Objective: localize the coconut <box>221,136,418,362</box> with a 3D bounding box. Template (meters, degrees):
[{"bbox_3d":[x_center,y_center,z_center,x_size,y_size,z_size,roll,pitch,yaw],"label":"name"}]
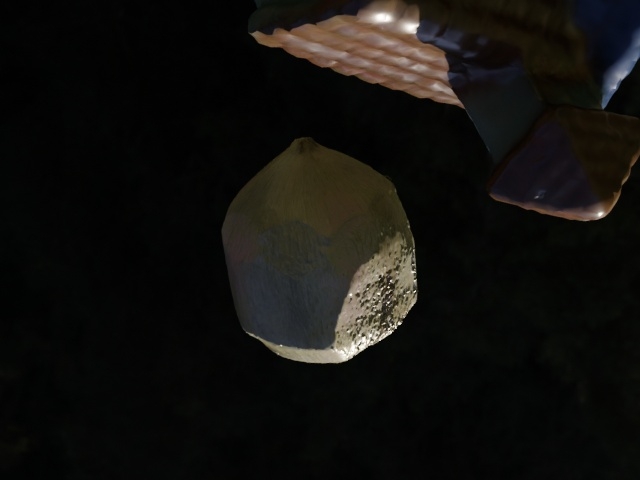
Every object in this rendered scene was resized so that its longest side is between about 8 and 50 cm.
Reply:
[{"bbox_3d":[0.000,0.000,0.804,0.110,0.124,0.110,-3,-153,2],"label":"coconut"}]

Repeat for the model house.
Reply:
[{"bbox_3d":[0.043,-0.081,0.363,0.148,0.149,0.119,8,133,-41],"label":"model house"}]
